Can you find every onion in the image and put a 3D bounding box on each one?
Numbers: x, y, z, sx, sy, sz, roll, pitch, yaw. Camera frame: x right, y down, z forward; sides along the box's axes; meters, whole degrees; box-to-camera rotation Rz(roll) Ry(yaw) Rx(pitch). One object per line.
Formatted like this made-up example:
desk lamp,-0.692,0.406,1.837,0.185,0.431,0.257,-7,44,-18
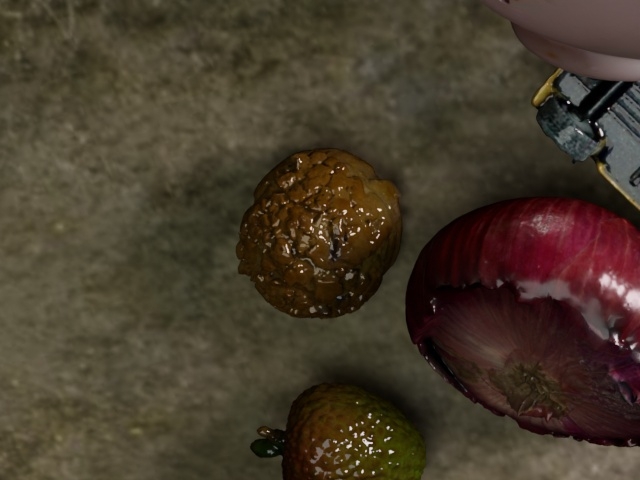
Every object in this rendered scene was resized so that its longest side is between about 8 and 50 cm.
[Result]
onion,0.185,0.059,1.302,0.248,0.248,0.161,29,80,5

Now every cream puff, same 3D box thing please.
cream puff,-0.004,0.000,1.382,0.126,0.103,0.144,27,121,5

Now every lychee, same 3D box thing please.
lychee,0.015,0.175,1.436,0.146,0.114,0.114,10,113,-1

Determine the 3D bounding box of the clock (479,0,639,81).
clock,0.214,-0.262,1.036,0.250,0.376,0.368,-4,115,-29

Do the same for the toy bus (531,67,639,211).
toy bus,0.309,-0.026,1.260,0.335,0.123,0.121,44,104,1
